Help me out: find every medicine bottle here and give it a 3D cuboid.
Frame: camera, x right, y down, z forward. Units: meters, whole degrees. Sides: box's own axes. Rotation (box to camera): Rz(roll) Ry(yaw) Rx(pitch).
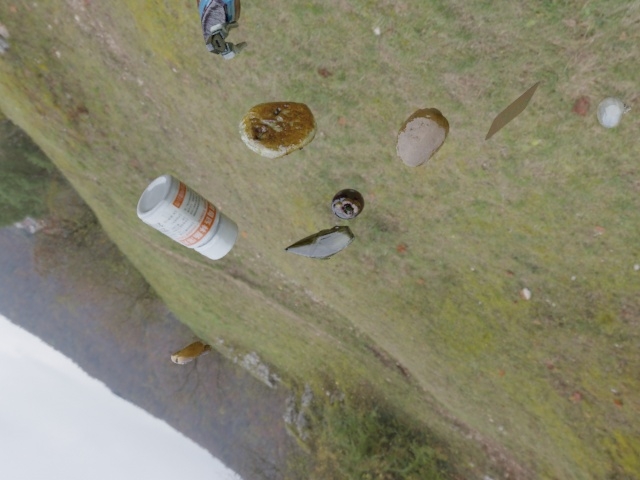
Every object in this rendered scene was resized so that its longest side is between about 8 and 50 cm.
[{"bbox_3d":[-0.530,-0.087,1.898,0.211,0.211,0.371,12,160,46],"label":"medicine bottle"}]

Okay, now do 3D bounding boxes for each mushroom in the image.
[{"bbox_3d":[0.815,-0.357,1.292,0.079,0.085,0.085,-11,155,-1],"label":"mushroom"}]

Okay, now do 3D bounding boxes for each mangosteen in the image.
[{"bbox_3d":[0.106,-0.136,1.798,0.140,0.140,0.140,29,160,11],"label":"mangosteen"}]

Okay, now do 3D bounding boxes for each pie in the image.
[{"bbox_3d":[-0.170,-0.447,1.850,0.315,0.315,0.092,27,150,16],"label":"pie"}]

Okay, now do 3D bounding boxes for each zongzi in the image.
[{"bbox_3d":[0.000,0.000,1.974,0.242,0.112,0.221,9,147,-44],"label":"zongzi"}]

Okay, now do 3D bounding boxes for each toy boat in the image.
[{"bbox_3d":[-0.332,-0.709,1.489,0.136,0.079,0.392,15,180,-18],"label":"toy boat"}]

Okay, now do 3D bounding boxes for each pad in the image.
[{"bbox_3d":[0.631,-0.422,1.550,0.004,0.181,0.267,53,-172,11],"label":"pad"}]

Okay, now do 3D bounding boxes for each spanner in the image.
[{"bbox_3d":[-0.268,-0.567,1.329,0.040,0.325,0.095,-18,115,14],"label":"spanner"}]

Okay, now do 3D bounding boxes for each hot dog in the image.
[{"bbox_3d":[-0.445,0.390,1.622,0.090,0.140,0.060,-30,88,30],"label":"hot dog"}]

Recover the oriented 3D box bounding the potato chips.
[{"bbox_3d":[0.335,-0.340,1.547,0.150,0.201,0.049,37,-162,-11],"label":"potato chips"}]
